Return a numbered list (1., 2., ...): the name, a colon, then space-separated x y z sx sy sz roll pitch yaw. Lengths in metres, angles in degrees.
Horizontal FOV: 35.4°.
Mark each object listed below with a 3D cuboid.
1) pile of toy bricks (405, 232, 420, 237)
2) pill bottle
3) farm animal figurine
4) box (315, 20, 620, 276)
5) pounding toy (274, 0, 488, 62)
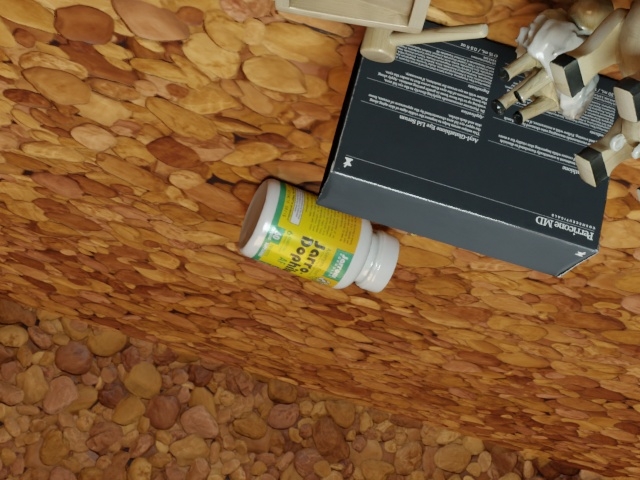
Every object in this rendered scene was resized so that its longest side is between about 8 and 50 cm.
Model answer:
1. pile of toy bricks: 0.101 -0.075 1.137 0.105 0.118 0.212 -4 159 -6
2. pill bottle: 0.000 0.000 1.418 0.208 0.118 0.117 21 159 -15
3. farm animal figurine: 0.273 -0.150 0.715 0.330 0.172 0.327 46 167 32
4. box: 0.147 -0.093 0.984 0.261 0.184 0.103 17 159 -4
5. pounding toy: 0.058 -0.229 0.840 0.181 0.094 0.206 9 169 0
